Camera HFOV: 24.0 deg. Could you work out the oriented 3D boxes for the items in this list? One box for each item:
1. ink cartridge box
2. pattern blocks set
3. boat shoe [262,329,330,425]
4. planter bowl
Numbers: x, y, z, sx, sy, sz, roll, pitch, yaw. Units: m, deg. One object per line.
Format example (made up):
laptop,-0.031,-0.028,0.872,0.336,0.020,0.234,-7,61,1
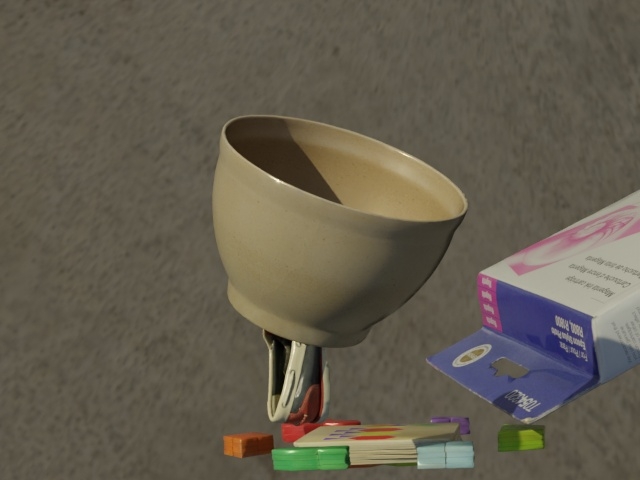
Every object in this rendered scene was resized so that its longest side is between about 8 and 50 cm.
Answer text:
ink cartridge box,0.271,0.039,1.427,0.330,0.324,0.071,-27,100,-9
pattern blocks set,0.058,0.182,1.347,0.285,0.325,0.026,-3,87,16
boat shoe,-0.022,0.071,1.130,0.043,0.049,0.137,3,73,-26
planter bowl,0.000,0.000,0.963,0.162,0.162,0.109,19,110,0
